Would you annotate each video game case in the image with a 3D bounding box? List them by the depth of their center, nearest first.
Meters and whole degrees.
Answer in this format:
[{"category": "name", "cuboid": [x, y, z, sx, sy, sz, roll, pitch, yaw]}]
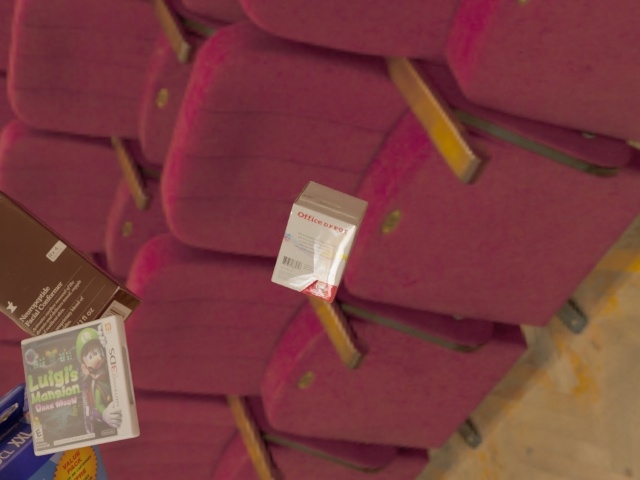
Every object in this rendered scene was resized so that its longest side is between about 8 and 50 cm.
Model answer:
[{"category": "video game case", "cuboid": [-0.351, 0.211, 1.341, 0.190, 0.022, 0.173, -16, 78, 27]}]

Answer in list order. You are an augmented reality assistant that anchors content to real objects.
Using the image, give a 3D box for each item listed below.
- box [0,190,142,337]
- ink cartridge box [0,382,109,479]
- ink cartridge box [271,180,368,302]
[{"category": "box", "cuboid": [-0.581, 0.077, 1.920, 0.381, 0.191, 0.143, 34, 172, 19]}, {"category": "ink cartridge box", "cuboid": [-0.489, 0.421, 1.514, 0.151, 0.270, 0.396, 4, 119, 28]}, {"category": "ink cartridge box", "cuboid": [0.000, 0.000, 1.777, 0.127, 0.128, 0.176, -61, -10, -62]}]
